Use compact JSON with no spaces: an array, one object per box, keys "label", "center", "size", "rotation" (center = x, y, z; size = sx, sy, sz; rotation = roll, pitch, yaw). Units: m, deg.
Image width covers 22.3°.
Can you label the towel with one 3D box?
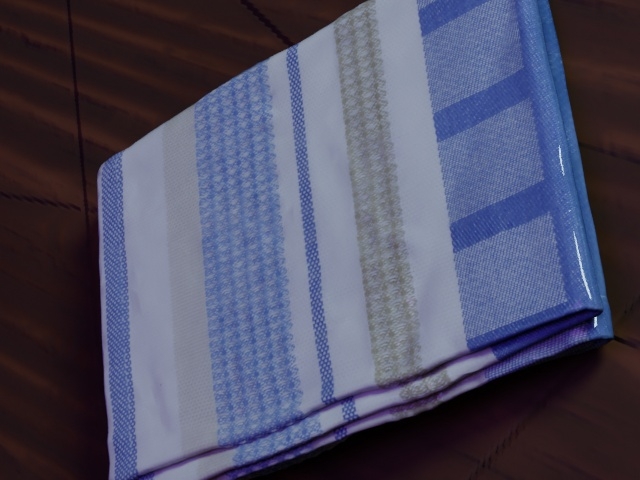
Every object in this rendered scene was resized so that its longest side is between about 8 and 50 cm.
[{"label":"towel","center":[0.000,0.000,0.754],"size":[0.285,0.034,0.209],"rotation":[-27,58,33]}]
